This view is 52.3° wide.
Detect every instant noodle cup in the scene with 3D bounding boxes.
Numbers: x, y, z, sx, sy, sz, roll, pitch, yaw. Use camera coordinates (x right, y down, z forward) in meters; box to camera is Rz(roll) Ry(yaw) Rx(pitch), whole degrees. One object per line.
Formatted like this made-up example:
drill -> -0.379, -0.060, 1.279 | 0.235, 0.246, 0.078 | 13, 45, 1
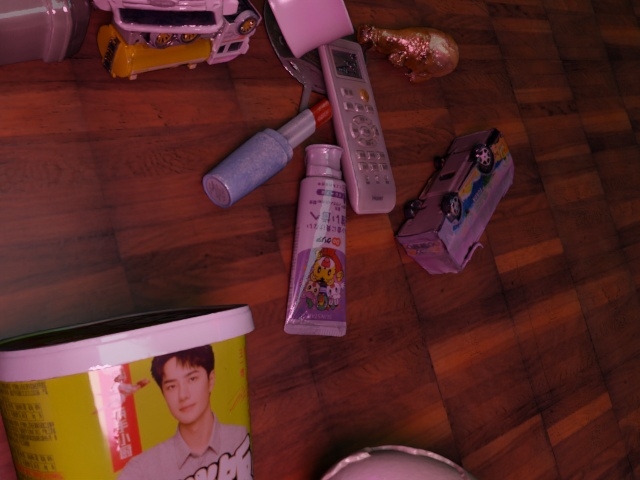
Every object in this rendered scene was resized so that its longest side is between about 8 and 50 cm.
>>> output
instant noodle cup -> -0.195, 0.239, 0.703 | 0.294, 0.294, 0.307 | -8, 89, -38

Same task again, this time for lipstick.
lipstick -> -0.068, -0.147, 1.019 | 0.068, 0.061, 0.274 | 41, 54, 8

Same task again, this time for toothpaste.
toothpaste -> 0.000, 0.000, 1.033 | 0.114, 0.073, 0.299 | 8, 80, -35

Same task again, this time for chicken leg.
chicken leg -> 0.163, -0.364, 1.247 | 0.208, 0.101, 0.085 | 8, 69, -18

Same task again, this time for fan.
fan -> 0.006, -0.316, 1.161 | 0.223, 0.012, 0.294 | -10, 83, -39

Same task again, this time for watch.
watch -> -0.059, -0.407, 0.999 | 0.244, 0.196, 0.231 | 38, 34, -73

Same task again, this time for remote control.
remote control -> 0.055, -0.196, 1.132 | 0.109, 0.055, 0.312 | -5, 80, -47

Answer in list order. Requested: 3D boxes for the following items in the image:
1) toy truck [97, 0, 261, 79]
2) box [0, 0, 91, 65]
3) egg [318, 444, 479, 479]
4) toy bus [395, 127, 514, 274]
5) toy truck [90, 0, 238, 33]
toy truck -> -0.202, -0.302, 0.937 | 0.227, 0.114, 0.098 | -25, 71, -39
box -> -0.379, -0.325, 0.792 | 0.129, 0.148, 0.210 | -23, 89, -30
egg -> 0.121, 0.423, 0.859 | 0.336, 0.278, 0.278 | 44, 55, -17
toy bus -> 0.260, -0.074, 1.223 | 0.138, 0.113, 0.317 | 54, 53, -25
toy truck -> -0.189, -0.443, 0.805 | 0.174, 0.207, 0.387 | 0, 75, -7
